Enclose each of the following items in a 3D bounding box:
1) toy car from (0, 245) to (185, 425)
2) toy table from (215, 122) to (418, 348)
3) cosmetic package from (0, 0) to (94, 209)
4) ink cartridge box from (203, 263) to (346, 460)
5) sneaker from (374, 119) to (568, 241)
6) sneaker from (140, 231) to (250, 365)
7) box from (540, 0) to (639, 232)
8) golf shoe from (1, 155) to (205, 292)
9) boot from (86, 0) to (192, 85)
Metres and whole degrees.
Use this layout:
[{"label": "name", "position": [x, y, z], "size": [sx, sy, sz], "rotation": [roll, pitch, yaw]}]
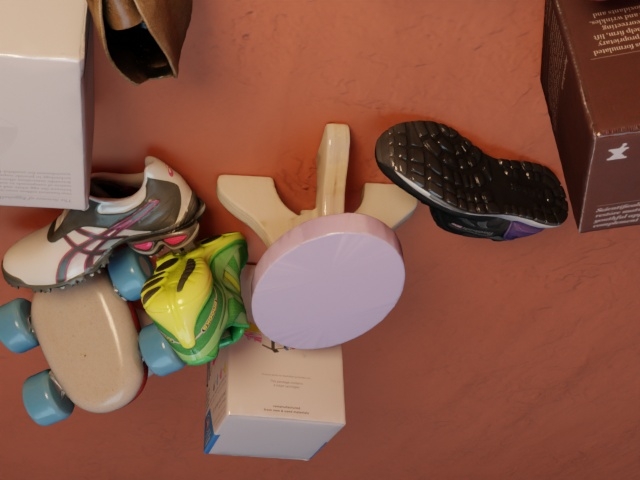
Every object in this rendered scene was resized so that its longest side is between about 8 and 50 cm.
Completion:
[{"label": "toy car", "position": [-0.299, 0.132, 1.286], "size": [0.219, 0.210, 0.238], "rotation": [-24, 175, 7]}, {"label": "toy table", "position": [0.000, 0.000, 1.077], "size": [0.252, 0.161, 0.274], "rotation": [9, 146, -21]}, {"label": "cosmetic package", "position": [-0.323, -0.146, 0.809], "size": [0.223, 0.138, 0.225], "rotation": [3, 147, -12]}, {"label": "ink cartridge box", "position": [-0.071, 0.177, 1.294], "size": [0.168, 0.233, 0.171], "rotation": [7, 148, -15]}, {"label": "sneaker", "position": [0.161, -0.049, 1.076], "size": [0.283, 0.107, 0.124], "rotation": [17, 149, -32]}, {"label": "sneaker", "position": [-0.146, 0.070, 1.097], "size": [0.109, 0.295, 0.124], "rotation": [-15, 103, 10]}, {"label": "box", "position": [0.309, -0.143, 0.837], "size": [0.168, 0.203, 0.167], "rotation": [-7, 150, 6]}, {"label": "golf shoe", "position": [-0.279, -0.025, 1.080], "size": [0.272, 0.105, 0.120], "rotation": [-18, 132, 11]}, {"label": "boot", "position": [-0.150, -0.229, 0.672], "size": [0.112, 0.115, 0.305], "rotation": [-6, 158, 3]}]
